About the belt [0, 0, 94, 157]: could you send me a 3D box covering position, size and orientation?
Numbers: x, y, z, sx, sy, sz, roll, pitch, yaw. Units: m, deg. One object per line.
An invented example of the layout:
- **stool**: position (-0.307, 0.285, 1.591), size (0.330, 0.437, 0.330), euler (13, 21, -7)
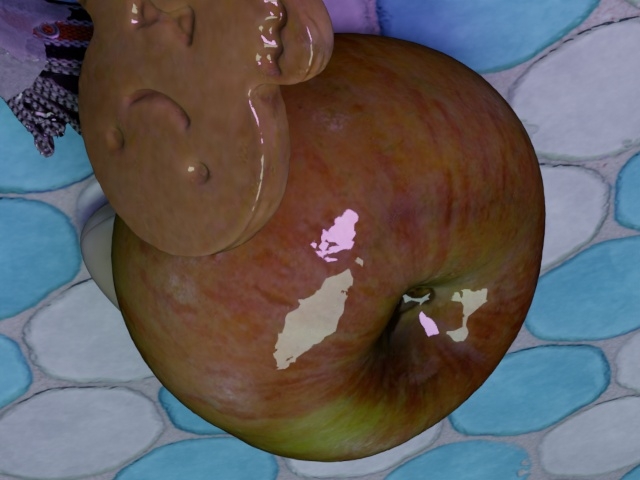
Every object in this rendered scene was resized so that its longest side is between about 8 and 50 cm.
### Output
- **belt**: position (-0.284, -0.175, 1.525), size (0.126, 0.094, 0.359), euler (-38, 143, 24)

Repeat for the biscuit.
- **biscuit**: position (-0.108, -0.156, 1.432), size (0.052, 0.275, 0.355), euler (-18, 126, -46)

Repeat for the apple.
- **apple**: position (0.000, 0.000, 1.681), size (0.400, 0.333, 0.400), euler (-22, 131, -27)

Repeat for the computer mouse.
- **computer mouse**: position (-0.148, 0.030, 1.895), size (0.145, 0.082, 0.236), euler (-23, 145, 11)
